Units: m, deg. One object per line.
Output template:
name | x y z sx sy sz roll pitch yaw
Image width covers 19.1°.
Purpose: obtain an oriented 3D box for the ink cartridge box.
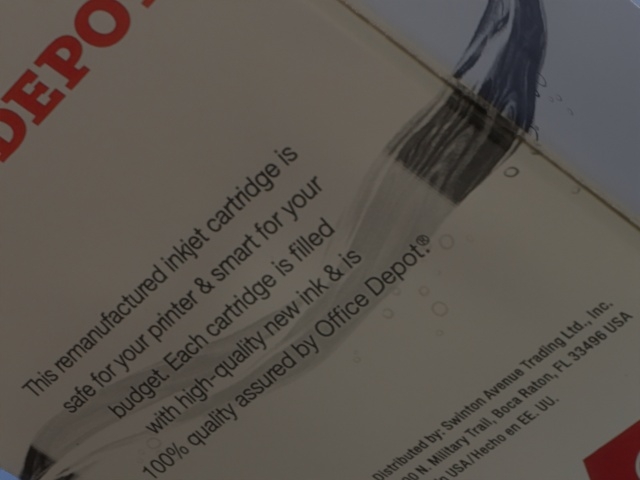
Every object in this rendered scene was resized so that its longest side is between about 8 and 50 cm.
ink cartridge box | 0.000 0.000 0.549 0.197 0.273 0.114 -41 -156 33
